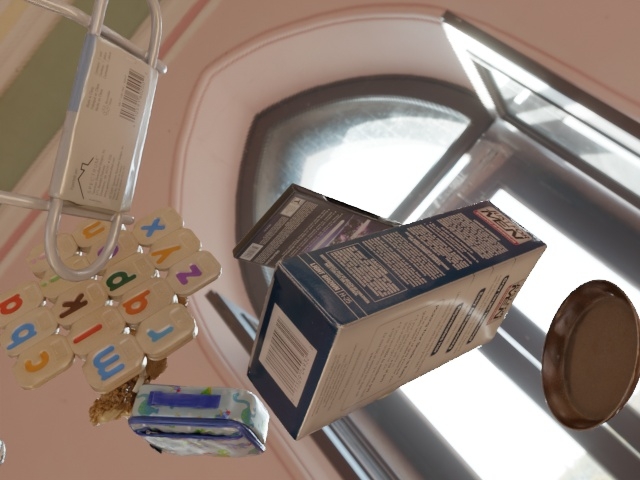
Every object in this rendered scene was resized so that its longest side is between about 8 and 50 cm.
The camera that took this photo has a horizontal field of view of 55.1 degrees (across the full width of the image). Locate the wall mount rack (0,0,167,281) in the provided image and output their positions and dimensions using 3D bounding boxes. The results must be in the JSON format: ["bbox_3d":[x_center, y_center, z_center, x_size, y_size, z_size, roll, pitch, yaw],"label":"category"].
[{"bbox_3d":[-0.301,-0.139,0.655,0.304,0.130,0.350,15,-93,-69],"label":"wall mount rack"}]

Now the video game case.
[{"bbox_3d":[0.000,0.000,1.166,0.274,0.026,0.196,17,-48,-38],"label":"video game case"}]

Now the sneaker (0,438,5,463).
[{"bbox_3d":[-0.718,0.437,1.185,0.107,0.283,0.124,-23,-75,6],"label":"sneaker"}]

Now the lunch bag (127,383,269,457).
[{"bbox_3d":[-0.210,0.314,1.070,0.219,0.090,0.176,-1,-36,11],"label":"lunch bag"}]

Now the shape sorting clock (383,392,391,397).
[{"bbox_3d":[0.065,0.146,0.966,0.040,0.206,0.206,1,-53,-36],"label":"shape sorting clock"}]

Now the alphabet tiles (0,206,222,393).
[{"bbox_3d":[-0.283,0.067,0.812,0.278,0.284,0.021,-32,-39,-19],"label":"alphabet tiles"}]

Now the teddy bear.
[{"bbox_3d":[-0.409,0.248,1.352,0.245,0.113,0.338,-13,-58,-60],"label":"teddy bear"}]

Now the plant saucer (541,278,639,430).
[{"bbox_3d":[0.556,0.233,1.251,0.050,0.310,0.310,14,-56,-9],"label":"plant saucer"}]

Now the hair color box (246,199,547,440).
[{"bbox_3d":[0.096,0.077,0.712,0.347,0.105,0.174,-15,-43,-38],"label":"hair color box"}]
